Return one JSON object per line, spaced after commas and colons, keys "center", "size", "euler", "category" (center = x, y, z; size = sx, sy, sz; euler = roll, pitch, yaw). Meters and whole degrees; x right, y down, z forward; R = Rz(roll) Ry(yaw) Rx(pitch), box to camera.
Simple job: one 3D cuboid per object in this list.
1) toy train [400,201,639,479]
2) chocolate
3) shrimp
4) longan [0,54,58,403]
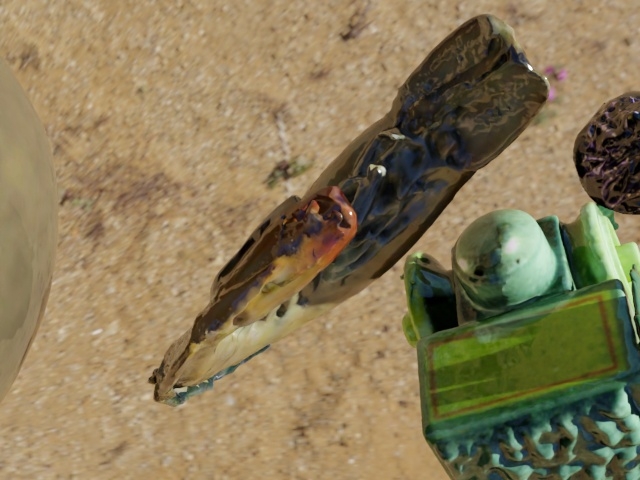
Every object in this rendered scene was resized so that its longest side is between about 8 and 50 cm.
{"center": [0.151, 0.103, 0.828], "size": [0.188, 0.159, 0.271], "euler": [-92, 157, -45], "category": "toy train"}
{"center": [0.168, -0.057, 0.577], "size": [0.072, 0.147, 0.070], "euler": [-1, 73, -24], "category": "chocolate"}
{"center": [-0.001, -0.001, 0.629], "size": [0.058, 0.253, 0.173], "euler": [48, 41, 7], "category": "shrimp"}
{"center": [-0.241, 0.004, 0.607], "size": [0.258, 0.258, 0.258], "euler": [5, 78, -23], "category": "longan"}
